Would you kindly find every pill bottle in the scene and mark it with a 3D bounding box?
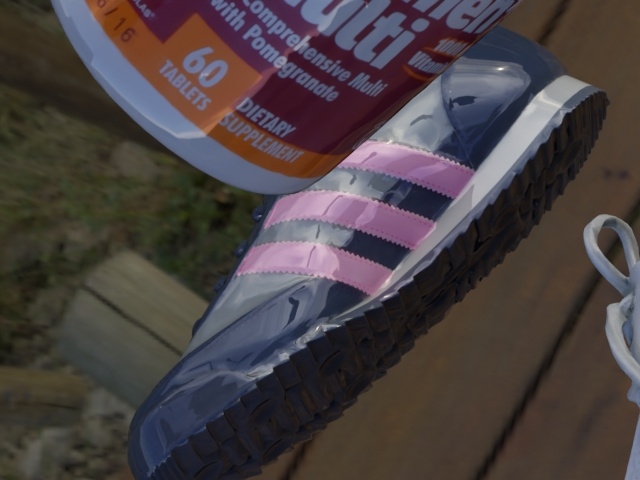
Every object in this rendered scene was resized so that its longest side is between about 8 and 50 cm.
[{"bbox_3d":[0.030,-0.123,0.579,0.221,0.121,0.121,-41,70,25],"label":"pill bottle"}]

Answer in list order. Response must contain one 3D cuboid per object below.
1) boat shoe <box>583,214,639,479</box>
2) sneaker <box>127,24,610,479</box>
[{"bbox_3d":[0.187,0.034,0.885,0.156,0.136,0.367,29,99,42],"label":"boat shoe"},{"bbox_3d":[0.000,0.000,1.021,0.319,0.112,0.131,-41,67,-20],"label":"sneaker"}]
